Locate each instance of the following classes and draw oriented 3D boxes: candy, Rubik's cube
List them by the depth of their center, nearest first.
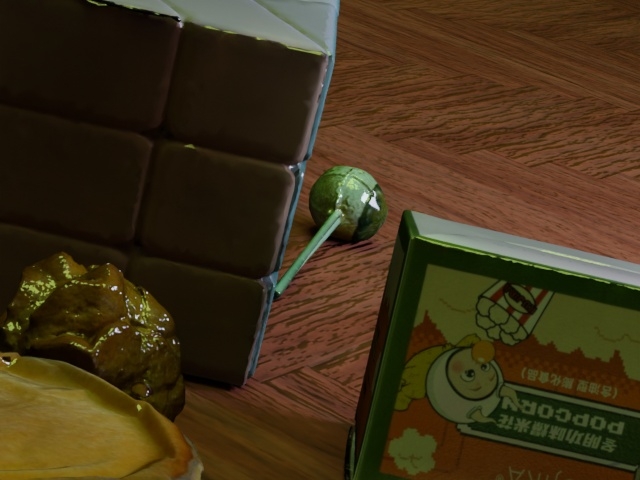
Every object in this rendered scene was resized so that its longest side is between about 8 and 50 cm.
[{"bbox_3d":[-0.119,-0.070,1.179,0.221,0.225,0.231,13,20,-3],"label":"Rubik's cube"},{"bbox_3d":[0.000,0.000,1.357,0.061,0.061,0.202,18,27,11],"label":"candy"}]

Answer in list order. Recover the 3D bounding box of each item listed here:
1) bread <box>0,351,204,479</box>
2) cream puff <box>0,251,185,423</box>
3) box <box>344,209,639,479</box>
[{"bbox_3d":[-0.154,0.120,0.816,0.199,0.104,0.199,13,15,-3],"label":"bread"},{"bbox_3d":[-0.129,0.065,0.976,0.094,0.122,0.116,-13,64,-45],"label":"cream puff"},{"bbox_3d":[0.124,0.079,1.025,0.195,0.148,0.177,13,6,-1],"label":"box"}]
